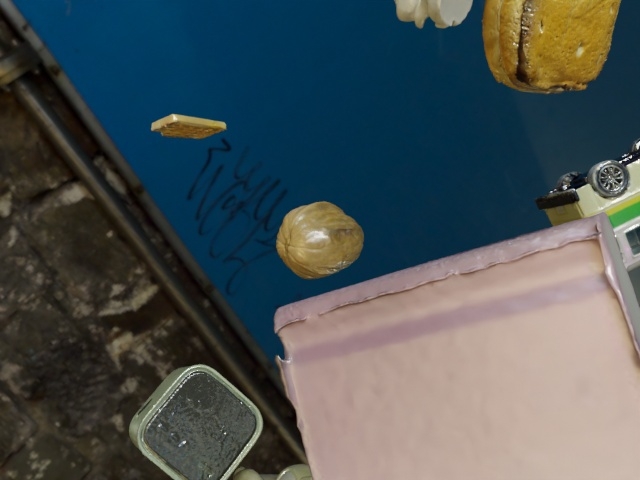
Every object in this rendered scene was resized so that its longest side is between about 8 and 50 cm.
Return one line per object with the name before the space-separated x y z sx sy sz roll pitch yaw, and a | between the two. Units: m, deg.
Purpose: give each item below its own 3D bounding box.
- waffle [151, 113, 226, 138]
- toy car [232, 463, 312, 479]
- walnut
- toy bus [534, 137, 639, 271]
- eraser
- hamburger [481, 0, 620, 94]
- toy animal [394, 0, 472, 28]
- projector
waffle | -0.256 -0.215 1.210 0.092 0.135 0.021 -9 -94 38
toy car | -0.057 0.625 1.512 0.242 0.227 0.336 17 -4 -29
walnut | 0.000 0.000 1.802 0.224 0.260 0.225 11 -73 43
toy bus | 0.530 -0.071 1.004 0.179 0.305 0.143 64 -4 1
eraser | 0.148 0.153 0.652 0.359 0.122 0.272 -20 -95 29
hamburger | 0.485 -0.454 1.329 0.174 0.304 0.284 28 -64 60
toy animal | 0.256 -0.592 1.477 0.193 0.127 0.179 43 -33 34
projector | -0.318 0.468 1.592 0.248 0.249 0.249 43 -23 -7
